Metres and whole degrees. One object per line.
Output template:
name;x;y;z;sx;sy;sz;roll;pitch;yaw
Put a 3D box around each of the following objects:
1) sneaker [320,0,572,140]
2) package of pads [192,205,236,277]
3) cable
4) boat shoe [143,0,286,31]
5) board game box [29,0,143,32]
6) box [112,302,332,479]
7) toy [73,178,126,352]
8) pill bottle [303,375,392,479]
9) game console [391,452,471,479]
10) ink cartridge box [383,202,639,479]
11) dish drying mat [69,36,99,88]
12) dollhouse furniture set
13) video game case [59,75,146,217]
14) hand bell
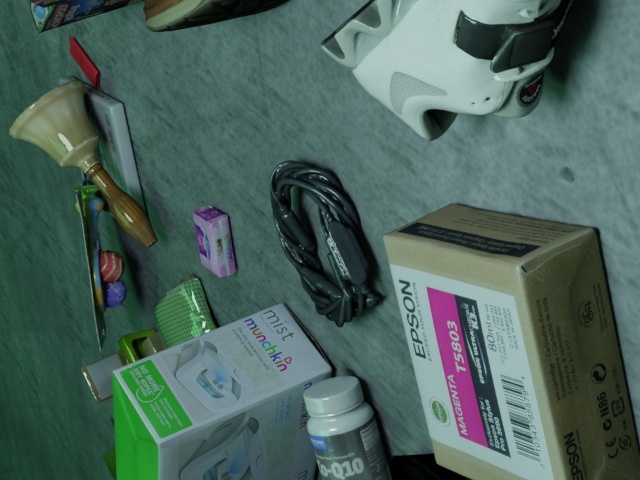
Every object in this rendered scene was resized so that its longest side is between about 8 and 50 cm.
sneaker;0.135;-0.170;0.927;0.146;0.122;0.330;50;152;-4
package of pads;-0.134;0.001;1.621;0.050;0.032;0.083;29;134;49
cable;0.000;0.000;1.369;0.185;0.047;0.150;62;158;5
boat shoe;-0.075;-0.285;1.218;0.324;0.122;0.120;-13;93;55
board game box;-0.268;-0.307;1.453;0.060;0.194;0.194;66;153;3
box;-0.123;0.233;1.555;0.127;0.231;0.262;51;149;34
toy;-0.319;0.032;1.901;0.137;0.056;0.237;-114;15;-77
pill bottle;0.030;0.227;1.438;0.078;0.078;0.137;6;115;60
game console;0.193;0.369;1.284;0.361;0.044;0.213;31;136;49
ink cartridge box;0.161;0.099;1.089;0.193;0.088;0.235;11;120;58
dish drying mat;-0.336;-0.254;1.828;0.083;0.008;0.032;52;149;30
dollhouse furniture set;-0.240;0.200;1.834;0.198;0.151;0.301;63;153;9
video game case;-0.315;-0.126;1.870;0.183;0.023;0.201;29;136;51
hand bell;-0.308;-0.088;1.771;0.242;0.126;0.126;53;152;3
